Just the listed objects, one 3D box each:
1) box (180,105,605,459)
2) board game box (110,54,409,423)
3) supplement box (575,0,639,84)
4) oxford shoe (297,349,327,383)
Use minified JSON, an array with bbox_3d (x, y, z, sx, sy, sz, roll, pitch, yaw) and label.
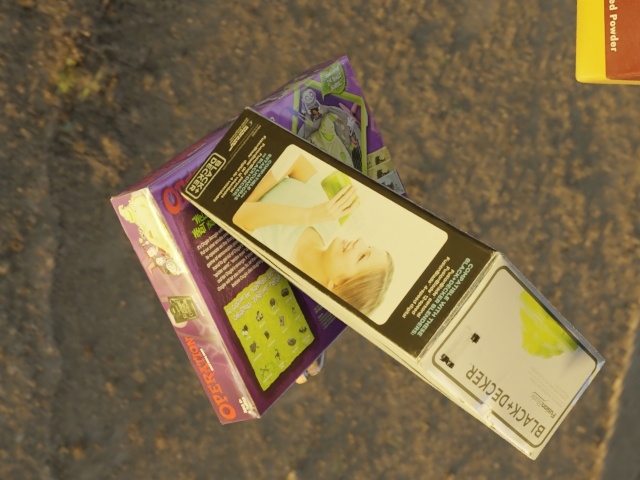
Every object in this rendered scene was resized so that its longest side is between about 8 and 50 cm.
[{"bbox_3d":[0.045,0.024,0.909,0.087,0.290,0.169,-52,133,-3],"label":"box"},{"bbox_3d":[-0.027,-0.016,1.116,0.347,0.056,0.208,-41,115,-53],"label":"board game box"},{"bbox_3d":[0.213,-0.115,0.396,0.191,0.194,0.129,-1,94,-21],"label":"supplement box"},{"bbox_3d":[0.000,0.000,1.611,0.130,0.133,0.364,63,25,-69],"label":"oxford shoe"}]
